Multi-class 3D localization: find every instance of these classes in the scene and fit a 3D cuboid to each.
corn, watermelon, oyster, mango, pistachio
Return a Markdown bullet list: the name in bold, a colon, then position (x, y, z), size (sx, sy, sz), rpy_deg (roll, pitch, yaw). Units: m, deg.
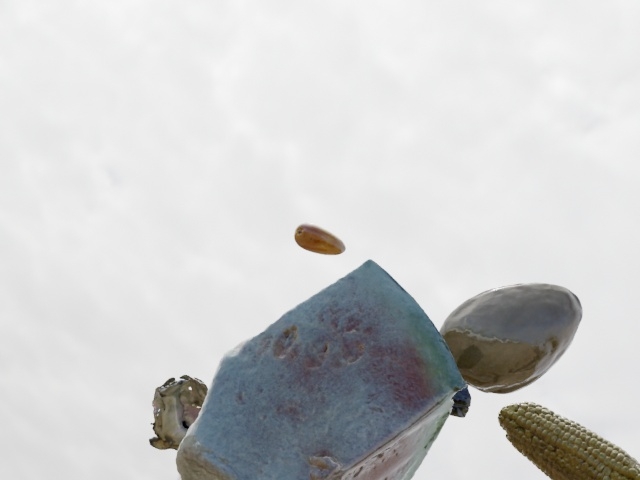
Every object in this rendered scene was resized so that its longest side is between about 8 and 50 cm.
- **corn**: position (0.460, 0.389, 1.863), size (0.322, 0.119, 0.119), rpy_deg (34, -27, 27)
- **watermelon**: position (-0.044, 0.204, 1.053), size (0.228, 0.387, 0.258), rpy_deg (47, 13, 27)
- **oyster**: position (-0.262, 0.334, 1.994), size (0.191, 0.081, 0.163), rpy_deg (-32, -74, 17)
- **mango**: position (0.000, 0.000, 1.695), size (0.089, 0.046, 0.060), rpy_deg (18, -7, -13)
- **pistachio**: position (0.229, 0.117, 1.260), size (0.108, 0.185, 0.126), rpy_deg (70, -2, -84)

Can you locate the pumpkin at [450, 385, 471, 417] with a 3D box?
- **pumpkin**: position (0.170, 0.261, 2.009), size (0.248, 0.131, 0.126), rpy_deg (8, -9, 10)
